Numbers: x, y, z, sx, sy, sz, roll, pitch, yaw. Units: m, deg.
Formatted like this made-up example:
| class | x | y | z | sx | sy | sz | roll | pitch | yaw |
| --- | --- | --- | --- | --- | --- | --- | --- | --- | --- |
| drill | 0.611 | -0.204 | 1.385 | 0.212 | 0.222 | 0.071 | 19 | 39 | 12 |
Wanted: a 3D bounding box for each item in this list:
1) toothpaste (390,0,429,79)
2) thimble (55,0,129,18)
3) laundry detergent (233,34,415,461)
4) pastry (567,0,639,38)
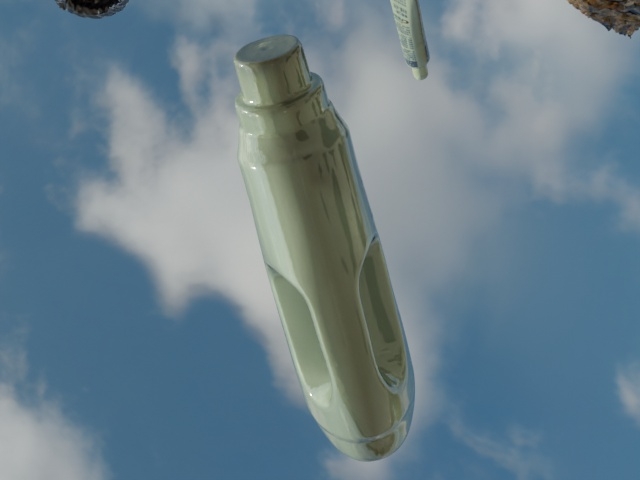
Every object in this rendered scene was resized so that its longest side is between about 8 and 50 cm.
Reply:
| class | x | y | z | sx | sy | sz | roll | pitch | yaw |
| --- | --- | --- | --- | --- | --- | --- | --- | --- | --- |
| toothpaste | 0.129 | -0.308 | 1.310 | 0.037 | 0.062 | 0.216 | -44 | -34 | -13 |
| thimble | -0.285 | -0.328 | 1.158 | 0.104 | 0.095 | 0.066 | -2 | -104 | 11 |
| laundry detergent | 0.000 | 0.000 | 0.903 | 0.125 | 0.264 | 0.397 | -14 | -58 | 2 |
| pastry | 0.546 | -0.472 | 1.548 | 0.275 | 0.275 | 0.192 | 16 | -118 | -22 |
